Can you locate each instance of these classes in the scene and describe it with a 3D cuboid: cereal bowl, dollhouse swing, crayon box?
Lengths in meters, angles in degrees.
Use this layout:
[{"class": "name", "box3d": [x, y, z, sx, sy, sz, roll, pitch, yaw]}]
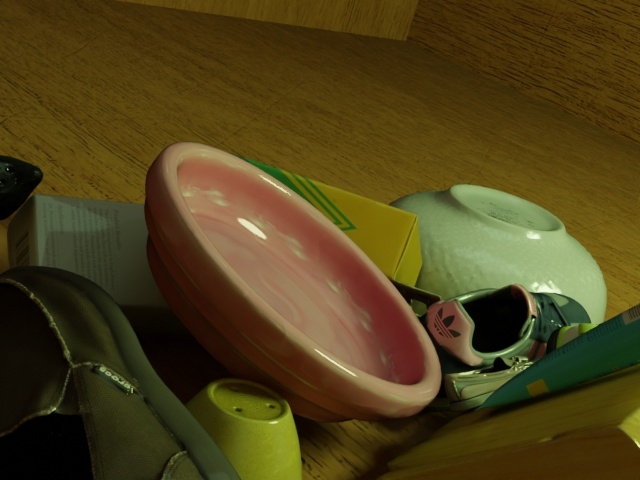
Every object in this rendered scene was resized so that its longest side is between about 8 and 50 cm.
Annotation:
[{"class": "cereal bowl", "box3d": [0.226, 0.019, 1.536, 0.339, 0.141, 0.339, 16, 18, -6]}, {"class": "dollhouse swing", "box3d": [0.284, 0.270, 0.994, 0.315, 0.305, 0.347, -21, -2, 32]}, {"class": "crayon box", "box3d": [0.000, 0.000, 1.331, 0.323, 0.083, 0.203, 19, -13, 11]}]

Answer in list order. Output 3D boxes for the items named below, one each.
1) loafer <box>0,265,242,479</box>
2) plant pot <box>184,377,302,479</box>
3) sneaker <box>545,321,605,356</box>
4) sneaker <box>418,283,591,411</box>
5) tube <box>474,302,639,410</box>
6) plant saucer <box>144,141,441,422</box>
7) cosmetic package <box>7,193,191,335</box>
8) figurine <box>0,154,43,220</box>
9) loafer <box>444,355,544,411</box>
[{"class": "loafer", "box3d": [-0.195, 0.127, 0.863, 0.130, 0.134, 0.366, 0, 25, -42]}, {"class": "plant pot", "box3d": [-0.070, 0.167, 0.922, 0.134, 0.095, 0.134, 15, 18, -5]}, {"class": "sneaker", "box3d": [0.343, 0.152, 1.232, 0.235, 0.097, 0.084, 27, 54, -29]}, {"class": "sneaker", "box3d": [0.216, 0.097, 1.256, 0.319, 0.131, 0.112, -13, 59, -43]}, {"class": "tube", "box3d": [0.238, 0.106, 1.043, 0.052, 0.207, 0.080, 67, 19, 13]}, {"class": "plant saucer", "box3d": [-0.036, 0.048, 1.062, 0.332, 0.084, 0.332, 38, 16, -13]}, {"class": "cosmetic package", "box3d": [-0.188, 0.029, 1.159, 0.231, 0.085, 0.117, 7, 64, -32]}, {"class": "figurine", "box3d": [-0.394, -0.045, 1.091, 0.215, 0.092, 0.209, 3, -13, -34]}, {"class": "loafer", "box3d": [0.177, 0.133, 1.149, 0.125, 0.039, 0.045, -18, -3, -29]}]
